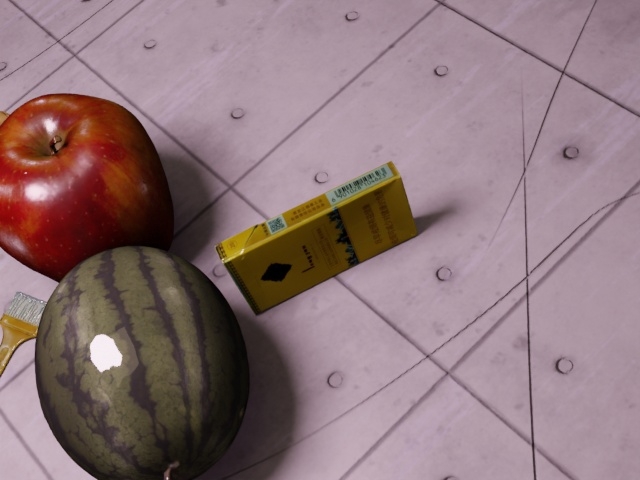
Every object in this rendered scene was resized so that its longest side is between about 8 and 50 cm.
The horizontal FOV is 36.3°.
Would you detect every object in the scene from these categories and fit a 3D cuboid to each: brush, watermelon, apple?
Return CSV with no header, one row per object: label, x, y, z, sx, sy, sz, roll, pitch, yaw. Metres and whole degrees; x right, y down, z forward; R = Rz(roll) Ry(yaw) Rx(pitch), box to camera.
brush,-0.501,0.181,1.531,0.082,0.010,0.218,14,63,24
watermelon,-0.234,0.176,1.297,0.278,0.279,0.360,-25,60,0
apple,-0.362,-0.069,1.467,0.288,0.317,0.288,-6,59,10

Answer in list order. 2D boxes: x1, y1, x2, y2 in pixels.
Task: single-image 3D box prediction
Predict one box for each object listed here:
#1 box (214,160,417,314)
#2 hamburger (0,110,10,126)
box,0.001,0.000,1.412,0.278,0.153,0.041,-26,55,-1
hamburger,-0.627,-0.138,1.686,0.282,0.245,0.156,21,49,-23
